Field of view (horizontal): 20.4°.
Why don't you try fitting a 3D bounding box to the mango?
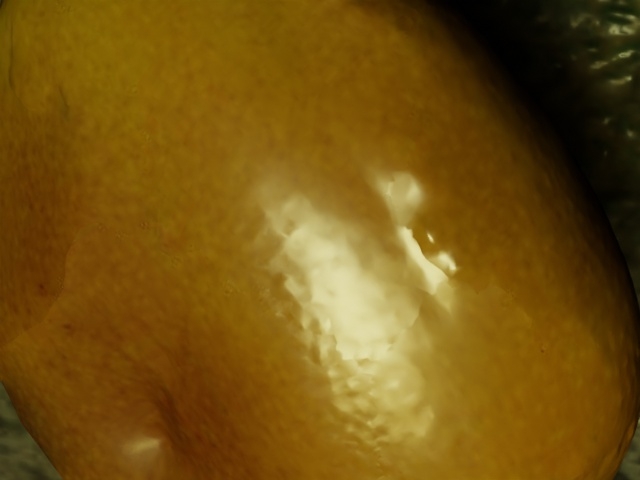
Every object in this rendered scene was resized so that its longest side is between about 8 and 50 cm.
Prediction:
[{"bbox_3d":[0.000,0.000,0.510,0.166,0.136,0.236,-25,107,43],"label":"mango"}]
